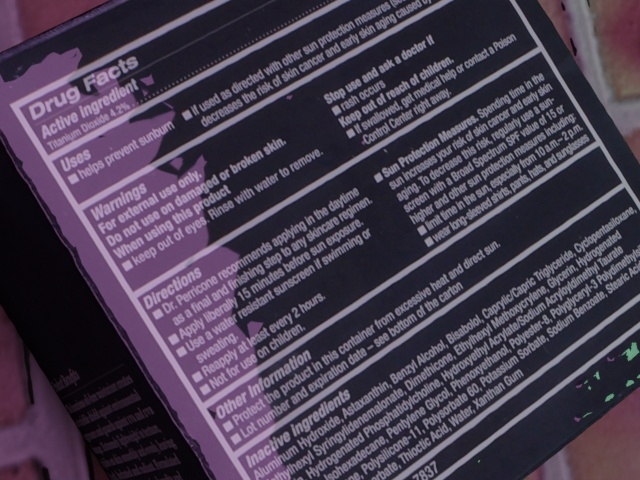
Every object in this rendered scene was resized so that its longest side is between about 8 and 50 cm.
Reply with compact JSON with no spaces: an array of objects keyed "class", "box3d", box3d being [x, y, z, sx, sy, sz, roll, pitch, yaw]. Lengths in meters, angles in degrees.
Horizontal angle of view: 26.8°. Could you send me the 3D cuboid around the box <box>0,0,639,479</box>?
[{"class":"box","box3d":[0.000,0.000,0.712,0.296,0.182,0.294,-32,91,-25]}]
